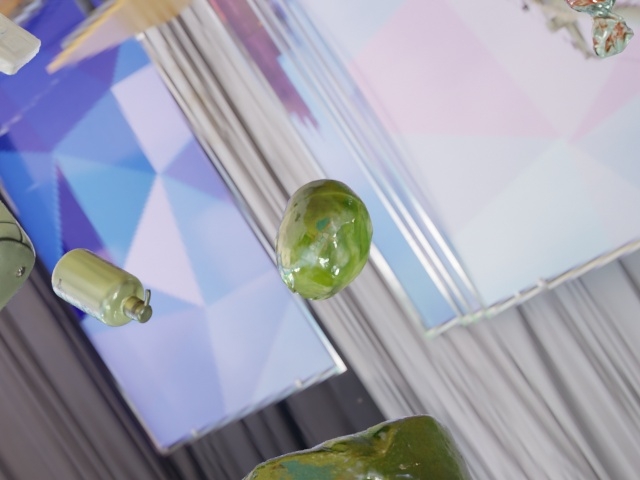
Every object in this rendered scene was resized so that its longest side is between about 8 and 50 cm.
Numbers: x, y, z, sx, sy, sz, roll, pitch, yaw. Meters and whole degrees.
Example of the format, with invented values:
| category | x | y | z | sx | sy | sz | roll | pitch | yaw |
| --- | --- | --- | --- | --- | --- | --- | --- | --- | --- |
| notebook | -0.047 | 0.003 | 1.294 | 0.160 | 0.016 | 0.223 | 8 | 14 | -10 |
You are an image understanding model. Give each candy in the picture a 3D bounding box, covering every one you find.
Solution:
| category | x | y | z | sx | sy | sz | roll | pitch | yaw |
| --- | --- | --- | --- | --- | --- | --- | --- | --- | --- |
| candy | 0.301 | -0.356 | 1.378 | 0.086 | 0.292 | 0.059 | -32 | -168 | -5 |

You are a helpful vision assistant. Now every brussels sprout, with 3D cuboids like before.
| category | x | y | z | sx | sy | sz | roll | pitch | yaw |
| --- | --- | --- | --- | --- | --- | --- | --- | --- | --- |
| brussels sprout | 0.004 | 0.001 | 1.405 | 0.117 | 0.155 | 0.155 | 2 | 179 | -5 |

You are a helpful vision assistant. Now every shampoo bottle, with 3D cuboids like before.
| category | x | y | z | sx | sy | sz | roll | pitch | yaw |
| --- | --- | --- | --- | --- | --- | --- | --- | --- | --- |
| shampoo bottle | -0.295 | 0.073 | 1.593 | 0.162 | 0.079 | 0.079 | 26 | -138 | 32 |

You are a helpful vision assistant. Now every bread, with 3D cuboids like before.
| category | x | y | z | sx | sy | sz | roll | pitch | yaw |
| --- | --- | --- | --- | --- | --- | --- | --- | --- | --- |
| bread | 0.004 | 0.345 | 1.365 | 0.382 | 0.129 | 0.366 | -39 | 151 | 24 |

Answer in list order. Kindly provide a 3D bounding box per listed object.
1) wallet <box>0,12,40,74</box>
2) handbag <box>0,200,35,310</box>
| category | x | y | z | sx | sy | sz | roll | pitch | yaw |
| --- | --- | --- | --- | --- | --- | --- | --- | --- | --- |
| wallet | -0.456 | -0.288 | 1.594 | 0.032 | 0.124 | 0.183 | -49 | -167 | 14 |
| handbag | -0.432 | -0.012 | 1.102 | 0.241 | 0.315 | 0.109 | -51 | 154 | -1 |
